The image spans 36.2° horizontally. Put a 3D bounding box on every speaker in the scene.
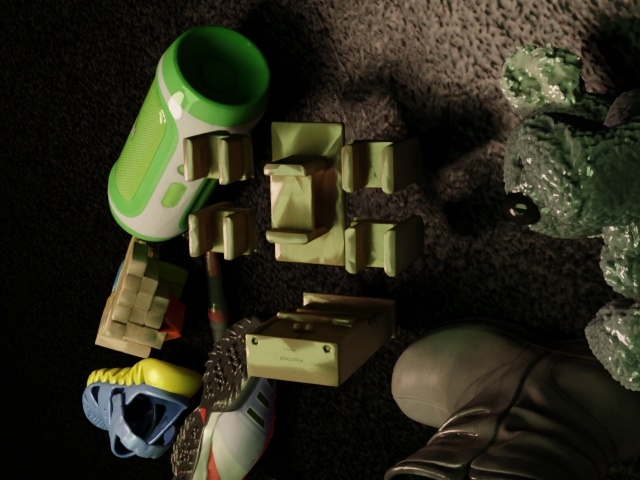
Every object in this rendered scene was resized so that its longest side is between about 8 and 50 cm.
[{"bbox_3d":[-0.157,-0.113,1.124,0.131,0.131,0.296,54,144,10],"label":"speaker"}]

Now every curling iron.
[{"bbox_3d":[-0.139,0.093,1.323,0.068,0.035,0.274,40,146,54],"label":"curling iron"}]

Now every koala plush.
[{"bbox_3d":[0.212,-0.045,0.700,0.196,0.203,0.221,63,168,-24],"label":"koala plush"}]

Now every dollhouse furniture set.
[{"bbox_3d":[0.000,0.000,0.984,0.212,0.161,0.242,4,104,23],"label":"dollhouse furniture set"}]

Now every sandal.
[{"bbox_3d":[-0.299,0.272,1.528,0.126,0.138,0.317,23,156,-22],"label":"sandal"}]

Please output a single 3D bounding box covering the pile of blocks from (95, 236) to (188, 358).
[{"bbox_3d":[-0.237,0.086,1.388,0.362,0.112,0.149,152,134,-71],"label":"pile of blocks"}]

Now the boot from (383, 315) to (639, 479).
[{"bbox_3d":[0.128,0.165,0.871,0.338,0.222,0.118,-12,104,54],"label":"boot"}]

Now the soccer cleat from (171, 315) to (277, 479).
[{"bbox_3d":[-0.105,0.227,1.332,0.318,0.116,0.109,-65,32,31],"label":"soccer cleat"}]

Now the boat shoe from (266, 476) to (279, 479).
[{"bbox_3d":[-0.119,0.442,1.461,0.120,0.122,0.324,47,142,25],"label":"boat shoe"}]

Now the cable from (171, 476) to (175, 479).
[{"bbox_3d":[-0.189,0.386,1.590,0.139,0.072,0.287,50,134,45],"label":"cable"}]
